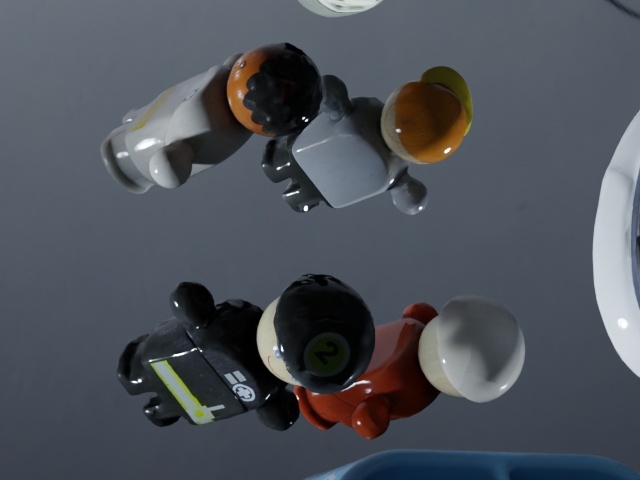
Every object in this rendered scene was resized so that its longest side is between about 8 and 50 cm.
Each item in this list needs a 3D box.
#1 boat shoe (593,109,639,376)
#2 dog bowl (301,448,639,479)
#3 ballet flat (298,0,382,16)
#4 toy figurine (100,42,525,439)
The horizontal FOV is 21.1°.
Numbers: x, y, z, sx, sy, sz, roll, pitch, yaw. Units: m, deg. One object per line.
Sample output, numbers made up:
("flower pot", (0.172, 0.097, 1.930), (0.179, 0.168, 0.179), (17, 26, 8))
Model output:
("boat shoe", (0.219, -0.048, 0.841), (0.096, 0.088, 0.267), (46, 56, -21))
("dog bowl", (0.106, 0.206, 1.052), (0.297, 0.166, 0.074), (5, 149, -25))
("ballet flat", (0.023, -0.179, 1.018), (0.072, 0.068, 0.213), (0, 151, -12))
("toy figurine", (0.000, 0.000, 0.927), (0.148, 0.209, 0.213), (-19, 161, 40))
